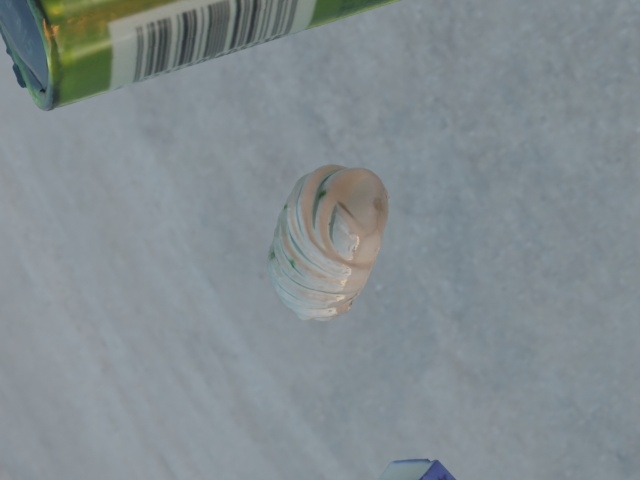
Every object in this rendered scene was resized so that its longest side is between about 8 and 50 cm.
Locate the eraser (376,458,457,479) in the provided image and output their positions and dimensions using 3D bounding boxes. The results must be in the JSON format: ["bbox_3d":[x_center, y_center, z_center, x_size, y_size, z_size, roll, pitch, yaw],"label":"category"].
[{"bbox_3d":[0.075,0.166,0.870,0.085,0.027,0.063,48,155,-10],"label":"eraser"}]

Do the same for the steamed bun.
[{"bbox_3d":[0.000,0.000,1.599,0.106,0.183,0.183,24,156,-10],"label":"steamed bun"}]

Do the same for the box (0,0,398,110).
[{"bbox_3d":[-0.036,-0.193,0.910,0.134,0.345,0.097,61,157,21],"label":"box"}]
